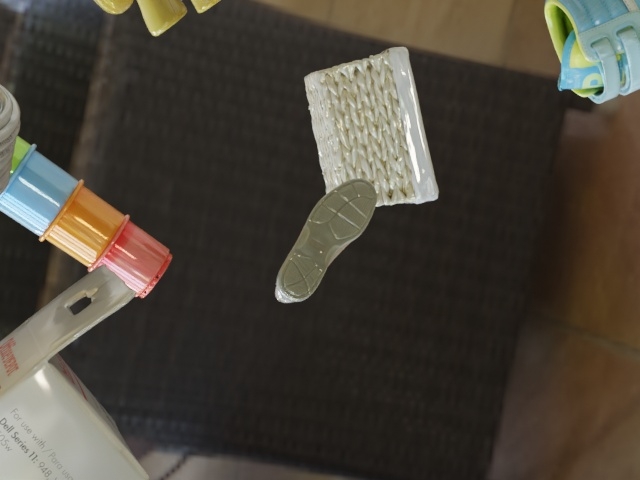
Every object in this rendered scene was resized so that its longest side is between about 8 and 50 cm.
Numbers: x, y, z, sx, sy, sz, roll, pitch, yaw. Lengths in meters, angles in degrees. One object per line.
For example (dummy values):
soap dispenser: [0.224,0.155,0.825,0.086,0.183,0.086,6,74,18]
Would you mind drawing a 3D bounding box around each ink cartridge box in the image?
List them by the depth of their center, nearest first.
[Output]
ink cartridge box: [-0.251,0.177,1.154,0.353,0.119,0.207,-40,13,-7]

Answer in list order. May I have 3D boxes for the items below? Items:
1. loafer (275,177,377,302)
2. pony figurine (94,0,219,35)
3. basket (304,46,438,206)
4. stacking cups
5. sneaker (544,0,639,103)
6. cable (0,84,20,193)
loafer: [0.000,0.000,1.322,0.125,0.045,0.039,-53,7,-20]
pony figurine: [-0.202,-0.363,1.382,0.303,0.363,0.351,-34,12,15]
basket: [0.051,-0.113,1.687,0.113,0.103,0.167,-170,67,-81]
stacking cups: [-0.297,-0.055,1.669,0.096,0.316,0.096,-54,11,16]
sneaker: [0.367,-0.182,1.636,0.319,0.208,0.127,43,161,22]
cable: [-0.374,-0.089,1.275,0.257,0.257,0.089,-89,8,-69]
